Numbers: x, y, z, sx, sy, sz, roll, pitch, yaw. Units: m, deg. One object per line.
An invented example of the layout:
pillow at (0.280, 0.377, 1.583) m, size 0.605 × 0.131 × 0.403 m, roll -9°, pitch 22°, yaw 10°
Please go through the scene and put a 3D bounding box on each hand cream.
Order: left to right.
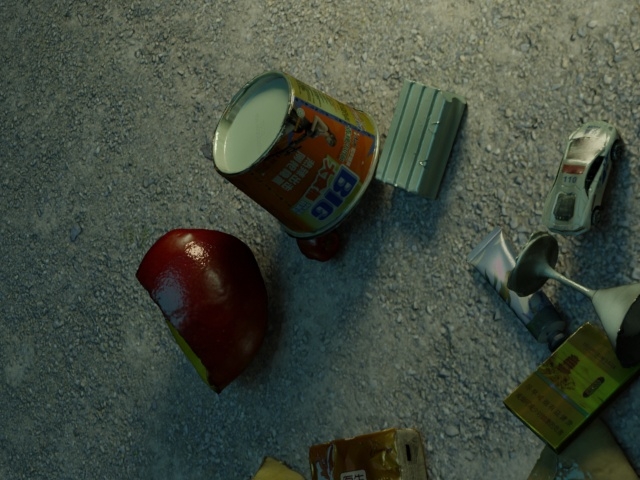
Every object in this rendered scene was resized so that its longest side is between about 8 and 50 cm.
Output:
hand cream at (0.338, 0.087, 1.863) m, size 0.088 × 0.055 × 0.256 m, roll -50°, pitch 48°, yaw 22°

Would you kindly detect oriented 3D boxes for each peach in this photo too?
peach at (-0.246, 0.147, 2.260) m, size 0.281 × 0.281 × 0.338 m, roll -6°, pitch 80°, yaw 43°

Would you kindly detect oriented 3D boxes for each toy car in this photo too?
toy car at (0.422, -0.104, 1.777) m, size 0.095 × 0.056 × 0.204 m, roll 10°, pitch 77°, yaw 45°

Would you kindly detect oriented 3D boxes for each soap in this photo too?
soap at (0.184, -0.187, 2.026) m, size 0.119 × 0.067 × 0.198 m, roll 25°, pitch 102°, yaw 41°

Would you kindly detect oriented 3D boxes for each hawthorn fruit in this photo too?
hawthorn fruit at (0.000, 0.000, 2.164) m, size 0.093 × 0.093 × 0.093 m, roll -7°, pitch 80°, yaw 43°

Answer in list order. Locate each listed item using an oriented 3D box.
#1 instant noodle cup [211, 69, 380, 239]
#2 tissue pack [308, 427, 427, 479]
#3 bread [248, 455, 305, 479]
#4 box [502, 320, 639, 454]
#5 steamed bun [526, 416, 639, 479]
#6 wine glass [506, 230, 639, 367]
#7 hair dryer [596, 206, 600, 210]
instant noodle cup at (-0.058, -0.174, 2.096) m, size 0.296 × 0.214 × 0.296 m, roll -29°, pitch 46°, yaw 35°
tissue pack at (0.089, 0.450, 2.017) m, size 0.226 × 0.092 × 0.183 m, roll -19°, pitch 71°, yaw 38°
bread at (-0.150, 0.561, 2.167) m, size 0.135 × 0.178 × 0.240 m, roll 22°, pitch 102°, yaw 42°
box at (0.399, 0.230, 1.731) m, size 0.193 × 0.030 × 0.121 m, roll -42°, pitch 52°, yaw -7°
steamed bun at (0.393, 0.404, 1.725) m, size 0.212 × 0.110 × 0.231 m, roll -48°, pitch 52°, yaw 28°
wine glass at (0.418, 0.081, 1.714) m, size 0.232 × 0.156 × 0.156 m, roll 31°, pitch 106°, yaw 41°
hair dryer at (0.428, -0.073, 1.814) m, size 0.047 × 0.026 × 0.083 m, roll -34°, pitch 55°, yaw 33°
